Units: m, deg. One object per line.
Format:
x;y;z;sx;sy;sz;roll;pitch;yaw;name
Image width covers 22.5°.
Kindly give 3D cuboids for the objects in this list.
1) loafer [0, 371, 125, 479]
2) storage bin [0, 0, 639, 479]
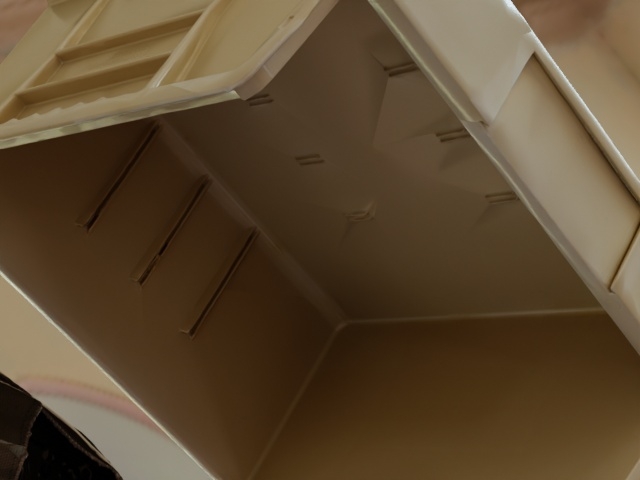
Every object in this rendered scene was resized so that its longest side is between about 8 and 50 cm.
-0.150;0.073;0.646;0.078;0.080;0.220;1;-20;34;loafer
0.000;0.000;0.700;0.262;0.260;0.123;49;-123;-28;storage bin
